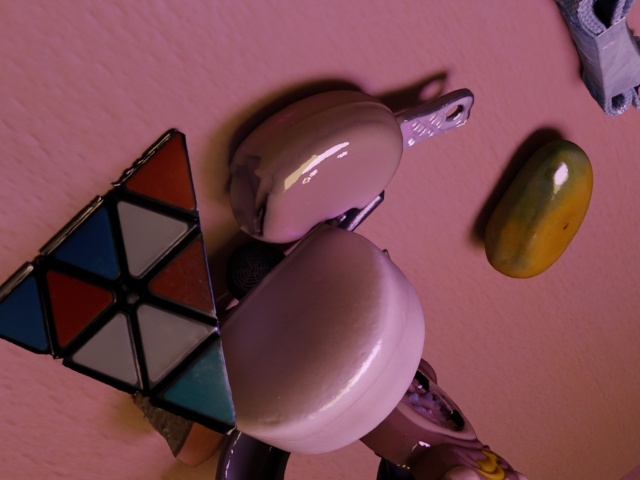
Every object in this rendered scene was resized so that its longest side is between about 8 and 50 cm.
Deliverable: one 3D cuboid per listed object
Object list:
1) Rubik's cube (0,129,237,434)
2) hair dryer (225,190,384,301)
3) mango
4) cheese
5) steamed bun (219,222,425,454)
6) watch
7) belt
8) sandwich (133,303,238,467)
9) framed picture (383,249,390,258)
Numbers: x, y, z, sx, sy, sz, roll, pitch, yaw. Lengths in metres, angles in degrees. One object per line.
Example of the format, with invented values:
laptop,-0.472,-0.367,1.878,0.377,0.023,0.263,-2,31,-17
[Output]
Rubik's cube,-0.223,0.056,1.240,0.234,0.284,0.250,-11,-178,-5
hair dryer,0.000,0.000,1.392,0.219,0.071,0.124,-44,151,2
mango,0.290,-0.041,1.611,0.137,0.091,0.237,-20,148,-38
cheese,0.041,-0.092,1.273,0.286,0.082,0.163,-21,149,-27
steamed bun,0.002,0.118,1.309,0.242,0.164,0.146,-46,148,4
watch,0.040,0.328,1.612,0.327,0.335,0.314,-53,149,13
belt,0.319,-0.231,1.371,0.087,0.072,0.302,-36,152,5
sandwich,-0.148,0.181,1.469,0.096,0.094,0.258,-15,145,-41
framed picture,0.026,0.131,1.661,0.216,0.016,0.273,-34,152,-4
